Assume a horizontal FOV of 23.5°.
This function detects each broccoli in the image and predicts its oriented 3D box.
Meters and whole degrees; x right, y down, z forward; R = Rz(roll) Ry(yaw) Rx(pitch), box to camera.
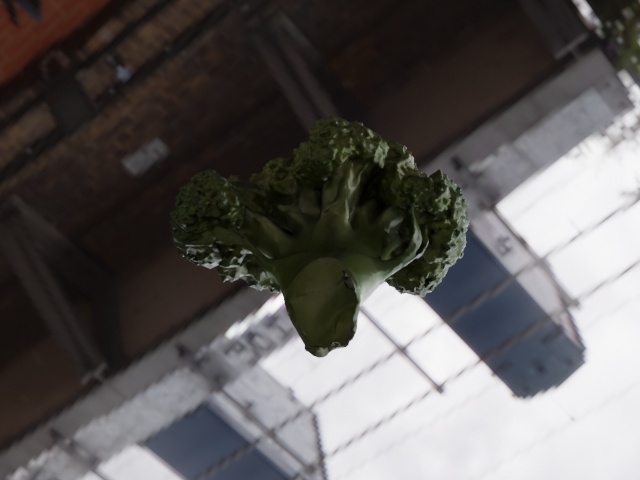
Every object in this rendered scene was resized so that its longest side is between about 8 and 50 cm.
[{"bbox_3d":[-0.011,-0.025,1.443,0.254,0.302,0.186,16,-80,23],"label":"broccoli"}]
